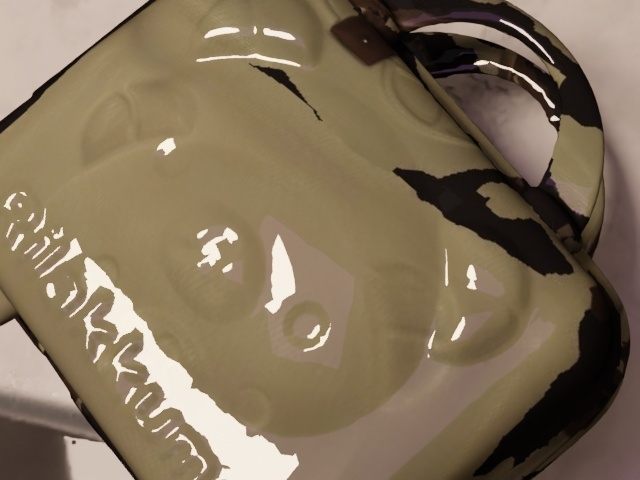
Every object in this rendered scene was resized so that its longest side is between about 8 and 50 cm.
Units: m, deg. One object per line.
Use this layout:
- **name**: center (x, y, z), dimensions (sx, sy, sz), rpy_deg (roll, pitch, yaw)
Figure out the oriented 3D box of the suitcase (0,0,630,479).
- **suitcase**: center (0.000, 0.000, 1.059), dimensions (0.339, 0.194, 0.351), rpy_deg (-38, 70, -2)
